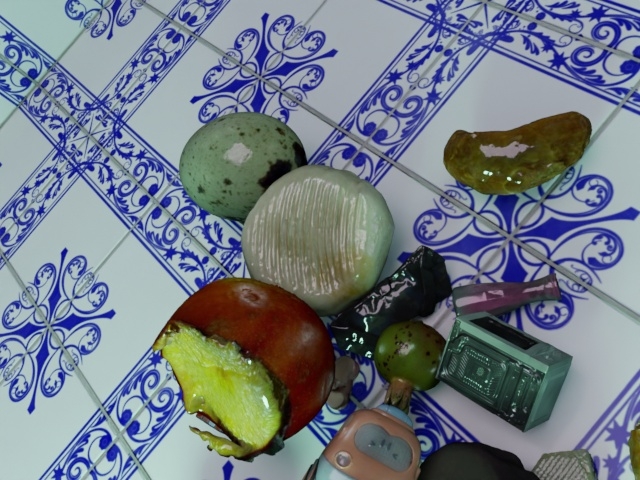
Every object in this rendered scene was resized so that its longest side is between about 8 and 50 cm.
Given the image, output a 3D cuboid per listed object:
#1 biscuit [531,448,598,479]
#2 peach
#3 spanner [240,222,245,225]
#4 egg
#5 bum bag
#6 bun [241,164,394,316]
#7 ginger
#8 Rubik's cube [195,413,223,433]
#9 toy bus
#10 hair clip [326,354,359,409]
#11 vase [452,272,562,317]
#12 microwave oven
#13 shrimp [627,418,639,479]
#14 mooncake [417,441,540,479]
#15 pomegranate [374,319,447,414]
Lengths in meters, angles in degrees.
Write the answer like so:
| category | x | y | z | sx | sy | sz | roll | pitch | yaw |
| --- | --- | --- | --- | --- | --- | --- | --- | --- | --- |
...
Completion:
| category | x | y | z | sx | sy | sz | roll | pitch | yaw |
| --- | --- | --- | --- | --- | --- | --- | --- | --- | --- |
| biscuit | 0.429 | 0.506 | 1.271 | 0.150 | 0.052 | 0.252 | -14 | 59 | 25 |
| peach | -0.151 | 0.245 | 1.455 | 0.353 | 0.339 | 0.416 | -27 | 19 | -1 |
| spanner | -0.149 | -0.023 | 1.909 | 0.325 | 0.026 | 0.093 | 32 | 83 | 39 |
| egg | -0.208 | -0.189 | 1.868 | 0.379 | 0.287 | 0.288 | -11 | 60 | 39 |
| bum bag | 0.162 | 0.147 | 1.582 | 0.310 | 0.137 | 0.074 | -41 | 10 | 8 |
| bun | 0.000 | 0.000 | 1.687 | 0.364 | 0.219 | 0.366 | -2 | 83 | 20 |
| ginger | 0.430 | -0.179 | 1.565 | 0.321 | 0.165 | 0.173 | -6 | 70 | 22 |
| Rubik's cube | -0.218 | 0.403 | 1.682 | 0.092 | 0.092 | 0.092 | 20 | 76 | 36 |
| toy bus | 0.094 | 0.434 | 1.372 | 0.194 | 0.288 | 0.232 | 30 | 69 | 6 |
| hair clip | 0.009 | 0.319 | 1.633 | 0.138 | 0.102 | 0.123 | -23 | 46 | 59 |
| vase | 0.388 | 0.118 | 1.486 | 0.214 | 0.086 | 0.086 | -14 | 59 | 19 |
| microwave oven | 0.349 | 0.249 | 1.378 | 0.208 | 0.122 | 0.162 | 28 | 110 | 38 |
| shrimp | 0.607 | 0.391 | 1.236 | 0.132 | 0.052 | 0.188 | -17 | 64 | 8 |
| mooncake | 0.279 | 0.507 | 1.274 | 0.283 | 0.141 | 0.283 | -37 | 39 | 38 |
| pomegranate | 0.185 | 0.260 | 1.481 | 0.159 | 0.159 | 0.205 | 4 | 56 | 32 |
